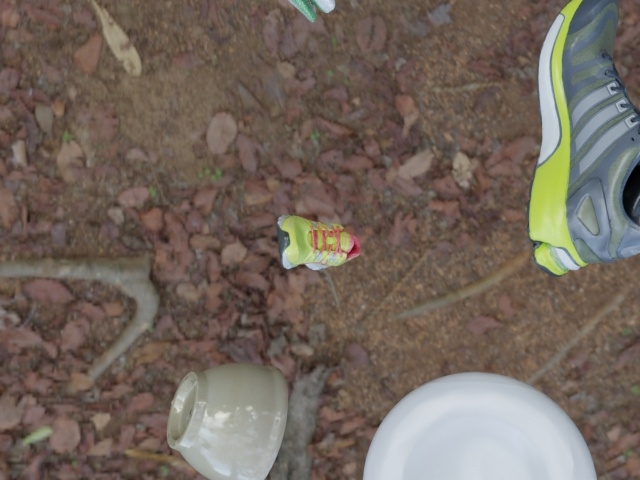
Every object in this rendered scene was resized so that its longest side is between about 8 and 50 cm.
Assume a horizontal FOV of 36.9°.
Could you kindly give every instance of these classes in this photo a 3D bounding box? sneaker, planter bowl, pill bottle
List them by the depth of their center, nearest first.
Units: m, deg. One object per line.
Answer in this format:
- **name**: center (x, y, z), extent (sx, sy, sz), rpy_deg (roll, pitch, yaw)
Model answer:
- **sneaker**: center (0.288, -0.111, 0.958), extent (0.121, 0.300, 0.111), rpy_deg (-2, 166, 35)
- **pill bottle**: center (0.189, 0.286, 1.102), extent (0.229, 0.229, 0.408), rpy_deg (-24, 162, 5)
- **planter bowl**: center (-0.124, 0.223, 1.193), extent (0.109, 0.162, 0.162), rpy_deg (19, 120, -23)
- **sneaker**: center (0.000, 0.000, 1.463), extent (0.094, 0.082, 0.208), rpy_deg (-7, 175, 21)

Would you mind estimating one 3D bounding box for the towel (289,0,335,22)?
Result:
- **towel**: center (-0.071, -0.369, 0.782), extent (0.038, 0.325, 0.248), rpy_deg (-18, 153, 25)
